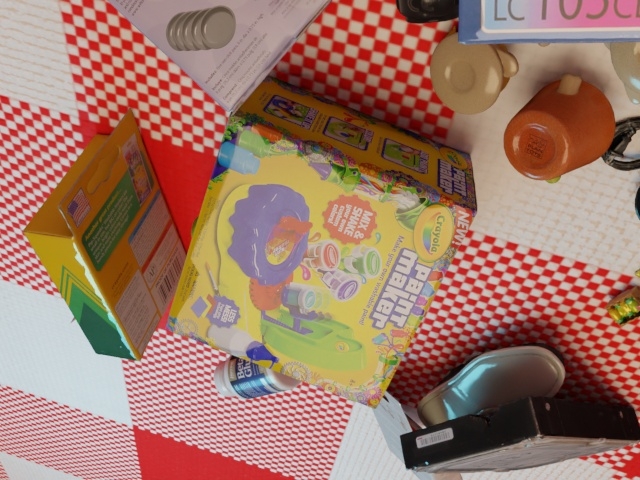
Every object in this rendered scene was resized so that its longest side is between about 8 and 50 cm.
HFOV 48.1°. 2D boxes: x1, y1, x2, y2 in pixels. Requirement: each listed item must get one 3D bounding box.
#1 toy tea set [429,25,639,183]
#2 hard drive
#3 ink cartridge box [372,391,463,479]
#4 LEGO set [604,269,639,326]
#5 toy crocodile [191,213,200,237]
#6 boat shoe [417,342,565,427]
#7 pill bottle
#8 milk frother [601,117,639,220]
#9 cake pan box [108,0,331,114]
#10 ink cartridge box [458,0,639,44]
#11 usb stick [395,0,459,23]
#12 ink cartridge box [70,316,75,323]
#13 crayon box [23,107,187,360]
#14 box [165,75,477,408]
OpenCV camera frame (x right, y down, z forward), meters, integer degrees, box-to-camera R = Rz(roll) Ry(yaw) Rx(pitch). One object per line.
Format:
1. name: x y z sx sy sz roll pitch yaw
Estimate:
1. toy tea set: 0.269 -0.199 0.684 0.200 0.124 0.336 55 140 5
2. hard drive: 0.318 0.309 1.111 0.236 0.064 0.338 -29 149 37
3. ink cartridge box: 0.151 0.321 1.262 0.189 0.066 0.233 30 143 61
4. LEGO set: 0.487 0.072 0.869 0.286 0.107 0.132 -10 131 31
5. toy crocodile: -0.037 0.053 1.073 0.340 0.105 0.115 26 117 -15
6. boat shoe: 0.273 0.222 1.143 0.114 0.091 0.302 55 136 0
7. pill bottle: -0.117 0.239 1.314 0.169 0.094 0.094 -23 124 39
8. milk frother: 0.370 -0.053 0.755 0.143 0.135 0.129 13 109 4
9. cake pan box: -0.082 -0.289 0.614 0.245 0.070 0.267 40 113 -11
10. ink cartridge box: 0.226 -0.332 0.436 0.269 0.151 0.396 4 115 19
11. usb stick: 0.090 -0.326 0.638 0.077 0.045 0.278 -2 135 14
12. ink cartridge box: -0.420 0.121 1.314 0.028 0.083 0.048 38 137 -20
13. crayon box: -0.301 -0.004 1.035 0.083 0.203 0.323 7 138 15
14. box: 0.000 0.000 0.870 0.279 0.177 0.290 20 118 -2
